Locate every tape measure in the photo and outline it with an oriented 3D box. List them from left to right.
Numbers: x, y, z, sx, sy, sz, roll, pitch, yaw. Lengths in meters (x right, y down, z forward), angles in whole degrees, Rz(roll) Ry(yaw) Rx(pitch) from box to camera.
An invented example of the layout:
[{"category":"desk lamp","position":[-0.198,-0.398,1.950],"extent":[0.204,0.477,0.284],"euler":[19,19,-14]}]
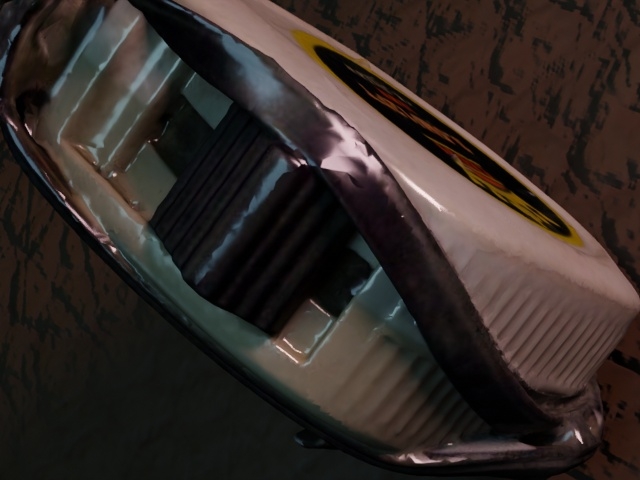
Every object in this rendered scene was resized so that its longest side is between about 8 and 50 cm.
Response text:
[{"category":"tape measure","position":[0.000,0.000,0.554],"extent":[0.133,0.271,0.231],"euler":[-52,52,11]}]
